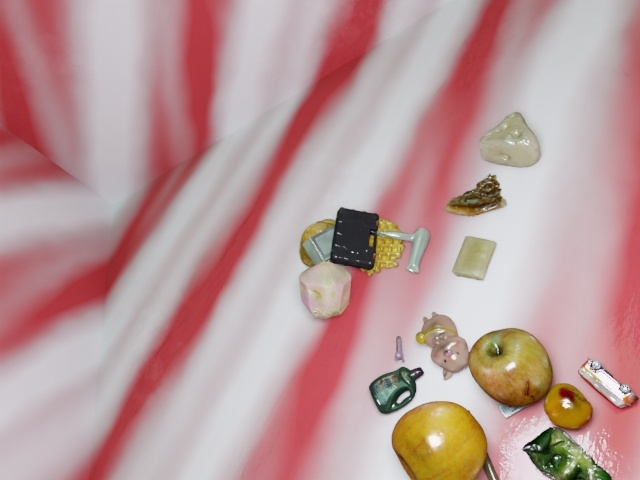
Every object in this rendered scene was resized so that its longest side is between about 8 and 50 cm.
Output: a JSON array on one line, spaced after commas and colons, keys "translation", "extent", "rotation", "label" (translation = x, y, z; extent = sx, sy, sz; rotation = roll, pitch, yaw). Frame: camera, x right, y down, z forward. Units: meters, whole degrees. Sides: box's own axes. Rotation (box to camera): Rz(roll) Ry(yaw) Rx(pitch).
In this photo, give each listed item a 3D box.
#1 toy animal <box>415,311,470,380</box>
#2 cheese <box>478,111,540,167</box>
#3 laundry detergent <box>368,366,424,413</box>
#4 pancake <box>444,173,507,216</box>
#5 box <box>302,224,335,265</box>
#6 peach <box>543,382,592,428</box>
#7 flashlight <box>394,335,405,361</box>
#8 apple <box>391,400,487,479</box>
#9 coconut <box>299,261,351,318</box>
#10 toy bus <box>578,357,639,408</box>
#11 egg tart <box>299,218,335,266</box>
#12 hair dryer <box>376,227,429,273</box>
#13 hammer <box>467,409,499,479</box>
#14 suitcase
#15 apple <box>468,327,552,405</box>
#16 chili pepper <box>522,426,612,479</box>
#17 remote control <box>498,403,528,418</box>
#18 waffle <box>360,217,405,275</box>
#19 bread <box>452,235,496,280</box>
[{"translation": [0.470, 0.386, 1.780], "extent": [0.165, 0.149, 0.248], "rotation": [-41, 53, 23], "label": "toy animal"}, {"translation": [0.885, -0.449, 2.074], "extent": [0.251, 0.174, 0.248], "rotation": [-45, 47, -10], "label": "cheese"}, {"translation": [0.307, 0.569, 1.799], "extent": [0.221, 0.078, 0.144], "rotation": [-30, 51, 8], "label": "laundry detergent"}, {"translation": [0.712, -0.211, 2.088], "extent": [0.266, 0.057, 0.244], "rotation": [14, 67, 38], "label": "pancake"}, {"translation": [0.046, 0.012, 2.192], "extent": [0.225, 0.129, 0.086], "rotation": [-28, -6, -36], "label": "box"}, {"translation": [0.792, 0.537, 1.497], "extent": [0.138, 0.138, 0.138], "rotation": [-15, 53, 22], "label": "peach"}, {"translation": [0.321, 0.445, 1.902], "extent": [0.031, 0.052, 0.110], "rotation": [-48, 28, 45], "label": "flashlight"}, {"translation": [0.393, 0.679, 1.534], "extent": [0.275, 0.299, 0.299], "rotation": [-34, 46, -18], "label": "apple"}, {"translation": [0.023, 0.208, 2.060], "extent": [0.233, 0.245, 0.233], "rotation": [-2, 30, 1], "label": "coconut"}, {"translation": [0.925, 0.464, 1.500], "extent": [0.077, 0.079, 0.174], "rotation": [-47, 48, 6], "label": "toy bus"}, {"translation": [0.000, 0.000, 2.341], "extent": [0.288, 0.118, 0.288], "rotation": [-17, 49, 21], "label": "egg tart"}, {"translation": [0.358, 0.020, 2.085], "extent": [0.237, 0.075, 0.206], "rotation": [19, 73, 6], "label": "hair dryer"}, {"translation": [0.560, 0.747, 1.551], "extent": [0.111, 0.043, 0.365], "rotation": [-28, 48, 13], "label": "hammer"}, {"translation": [0.160, -0.012, 2.137], "extent": [0.206, 0.066, 0.286], "rotation": [10, 61, -2], "label": "suitcase"}, {"translation": [0.649, 0.433, 1.577], "extent": [0.264, 0.264, 0.264], "rotation": [-15, 53, 22], "label": "apple"}, {"translation": [0.770, 0.708, 1.417], "extent": [0.148, 0.116, 0.264], "rotation": [-37, 48, -11], "label": "chili pepper"}, {"translation": [0.682, 0.567, 1.612], "extent": [0.124, 0.018, 0.053], "rotation": [-33, 48, 8], "label": "remote control"}, {"translation": [0.265, 0.023, 2.196], "extent": [0.283, 0.065, 0.309], "rotation": [-38, 47, 3], "label": "waffle"}, {"translation": [0.641, 0.075, 1.937], "extent": [0.139, 0.060, 0.178], "rotation": [15, 69, 38], "label": "bread"}]
